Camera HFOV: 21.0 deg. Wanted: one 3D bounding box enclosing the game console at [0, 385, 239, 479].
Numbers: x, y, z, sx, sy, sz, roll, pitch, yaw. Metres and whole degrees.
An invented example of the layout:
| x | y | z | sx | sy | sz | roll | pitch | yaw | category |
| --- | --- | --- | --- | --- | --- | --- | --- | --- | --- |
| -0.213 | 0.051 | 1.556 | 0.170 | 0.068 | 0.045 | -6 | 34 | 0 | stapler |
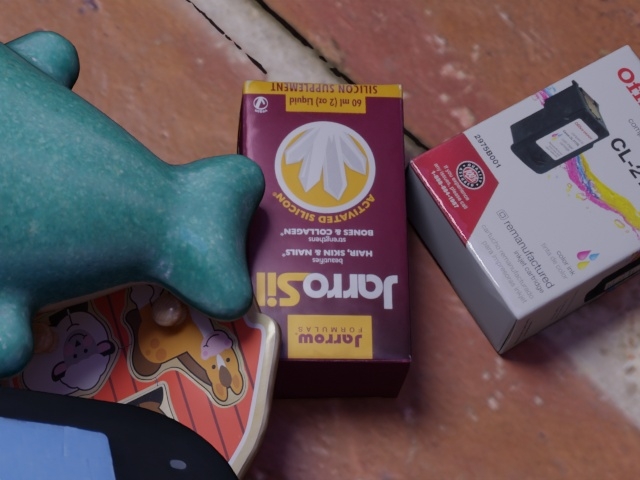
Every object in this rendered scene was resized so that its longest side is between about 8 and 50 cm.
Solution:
| x | y | z | sx | sy | sz | roll | pitch | yaw | category |
| --- | --- | --- | --- | --- | --- | --- | --- | --- | --- |
| -0.191 | 0.184 | 0.794 | 0.387 | 0.060 | 0.342 | 11 | 30 | -24 | game console |

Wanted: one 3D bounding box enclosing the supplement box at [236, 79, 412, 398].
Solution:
| x | y | z | sx | sy | sz | roll | pitch | yaw | category |
| --- | --- | --- | --- | --- | --- | --- | --- | --- | --- |
| 0.000 | 0.000 | 1.088 | 0.104 | 0.081 | 0.188 | 1 | 68 | -5 | supplement box |

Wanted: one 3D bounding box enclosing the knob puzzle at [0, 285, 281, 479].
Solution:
| x | y | z | sx | sy | sz | roll | pitch | yaw | category |
| --- | --- | --- | --- | --- | --- | --- | --- | --- | --- |
| -0.111 | 0.090 | 1.022 | 0.213 | 0.030 | 0.213 | -7 | 73 | 22 | knob puzzle |

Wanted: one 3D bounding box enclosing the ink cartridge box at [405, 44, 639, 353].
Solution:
| x | y | z | sx | sy | sz | roll | pitch | yaw | category |
| --- | --- | --- | --- | --- | --- | --- | --- | --- | --- |
| 0.158 | -0.029 | 1.119 | 0.175 | 0.072 | 0.127 | -29 | 73 | -15 | ink cartridge box |

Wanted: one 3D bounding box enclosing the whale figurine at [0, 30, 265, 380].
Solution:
| x | y | z | sx | sy | sz | roll | pitch | yaw | category |
| --- | --- | --- | --- | --- | --- | --- | --- | --- | --- |
| -0.161 | -0.031 | 0.958 | 0.272 | 0.141 | 0.216 | 11 | 64 | -9 | whale figurine |
